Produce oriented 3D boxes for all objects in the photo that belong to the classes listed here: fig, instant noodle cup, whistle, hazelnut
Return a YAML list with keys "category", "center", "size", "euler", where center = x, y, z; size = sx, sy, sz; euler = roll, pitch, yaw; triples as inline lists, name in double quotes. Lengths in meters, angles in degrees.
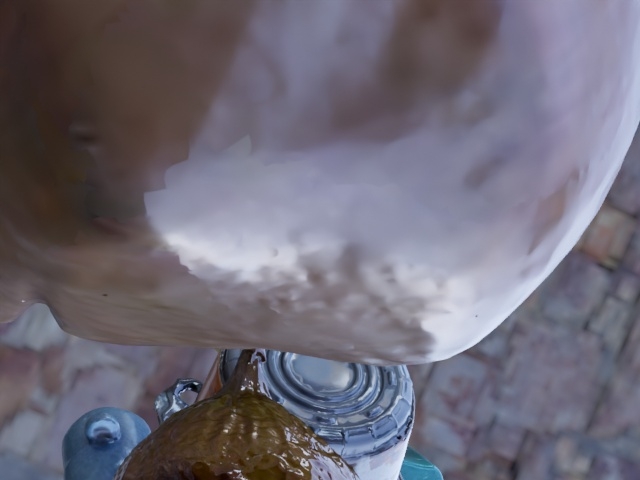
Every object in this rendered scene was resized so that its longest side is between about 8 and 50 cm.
- category: "fig"
  center: [-0.051, 0.117, 1.048]
  size: [0.134, 0.146, 0.201]
  euler: [125, -33, -51]
- category: "instant noodle cup"
  center: [-0.013, 0.122, 1.227]
  size: [0.177, 0.208, 0.125]
  euler: [-46, 162, -48]
- category: "whistle"
  center: [-0.138, 0.227, 1.397]
  size: [0.093, 0.180, 0.269]
  euler: [-110, -170, -49]
- category: "hazelnut"
  center: [-0.031, -0.113, 0.782]
  size: [0.315, 0.372, 0.372]
  euler: [88, 18, -45]

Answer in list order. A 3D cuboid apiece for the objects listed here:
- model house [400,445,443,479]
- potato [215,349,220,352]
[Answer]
- category: "model house"
  center: [0.033, 0.237, 1.764]
  size: [0.149, 0.127, 0.100]
  euler: [-25, -164, -11]
- category: "potato"
  center: [0.000, 0.000, 1.570]
  size: [0.266, 0.229, 0.229]
  euler: [-28, 165, -22]
